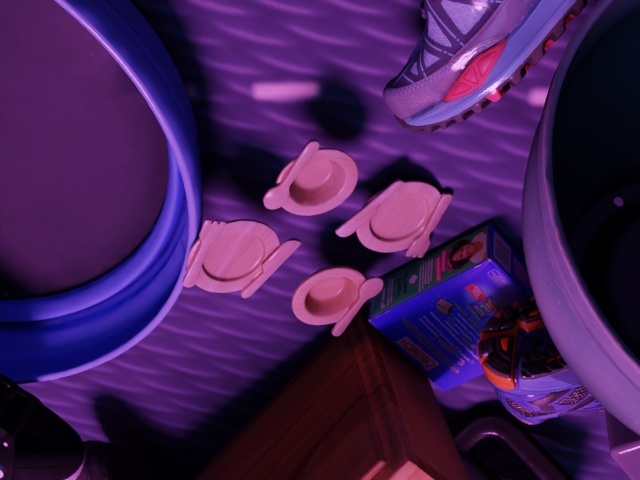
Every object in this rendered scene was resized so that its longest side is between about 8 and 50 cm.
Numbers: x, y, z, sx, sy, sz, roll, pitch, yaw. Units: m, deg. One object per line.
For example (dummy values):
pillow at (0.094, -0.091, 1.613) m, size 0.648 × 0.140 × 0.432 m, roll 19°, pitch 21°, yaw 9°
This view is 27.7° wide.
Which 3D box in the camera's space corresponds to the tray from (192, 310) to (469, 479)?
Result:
tray at (-0.075, 0.254, 0.929) m, size 0.076 × 0.203 × 0.411 m, roll 39°, pitch 104°, yaw -22°

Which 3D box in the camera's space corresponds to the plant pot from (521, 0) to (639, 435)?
plant pot at (0.239, 0.005, 0.726) m, size 0.293 × 0.293 × 0.196 m, roll 15°, pitch 158°, yaw -2°

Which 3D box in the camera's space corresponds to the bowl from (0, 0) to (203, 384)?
bowl at (-0.268, -0.062, 0.874) m, size 0.391 × 0.077 × 0.391 m, roll 5°, pitch 131°, yaw 6°

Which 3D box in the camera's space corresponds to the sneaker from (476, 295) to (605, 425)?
sneaker at (0.214, 0.066, 0.875) m, size 0.221 × 0.083 × 0.087 m, roll -13°, pitch 138°, yaw 0°

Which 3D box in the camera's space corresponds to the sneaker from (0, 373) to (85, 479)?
sneaker at (-0.255, 0.099, 0.906) m, size 0.217 × 0.079 × 0.121 m, roll 25°, pitch 132°, yaw -9°

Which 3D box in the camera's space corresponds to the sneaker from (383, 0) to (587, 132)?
sneaker at (0.102, -0.175, 0.711) m, size 0.125 × 0.104 × 0.262 m, roll 40°, pitch 124°, yaw 0°

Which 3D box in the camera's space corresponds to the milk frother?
milk frother at (0.133, 0.216, 1.030) m, size 0.135 × 0.129 × 0.143 m, roll 44°, pitch 166°, yaw 18°

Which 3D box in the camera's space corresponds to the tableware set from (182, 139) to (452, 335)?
tableware set at (0.000, 0.000, 0.866) m, size 0.168 × 0.020 × 0.141 m, roll 21°, pitch 121°, yaw -37°

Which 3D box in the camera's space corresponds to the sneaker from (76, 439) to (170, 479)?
sneaker at (-0.076, 0.236, 1.092) m, size 0.162 × 0.106 × 0.281 m, roll -23°, pitch 131°, yaw 19°

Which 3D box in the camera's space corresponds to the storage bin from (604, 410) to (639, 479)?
storage bin at (0.263, 0.142, 0.937) m, size 0.098 × 0.091 × 0.135 m, roll -26°, pitch 122°, yaw 29°

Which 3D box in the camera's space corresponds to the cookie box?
cookie box at (0.103, 0.049, 0.921) m, size 0.107 × 0.040 × 0.092 m, roll -29°, pitch 121°, yaw 30°
